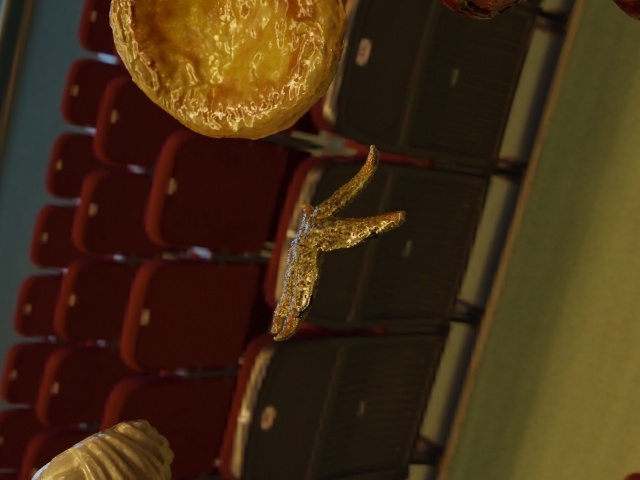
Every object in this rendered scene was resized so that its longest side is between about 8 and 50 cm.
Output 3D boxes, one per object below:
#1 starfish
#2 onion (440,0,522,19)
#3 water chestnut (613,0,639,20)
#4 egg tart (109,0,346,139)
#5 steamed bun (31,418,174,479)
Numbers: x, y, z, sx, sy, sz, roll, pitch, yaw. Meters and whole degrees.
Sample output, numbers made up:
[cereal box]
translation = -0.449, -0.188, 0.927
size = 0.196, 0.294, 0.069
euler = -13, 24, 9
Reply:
[starfish]
translation = 0.000, 0.000, 1.042
size = 0.208, 0.053, 0.176
euler = -52, 19, 6
[onion]
translation = 0.207, -0.385, 1.414
size = 0.147, 0.184, 0.184
euler = 48, 125, 34
[water chestnut]
translation = 0.396, -0.331, 1.121
size = 0.223, 0.238, 0.224
euler = -31, 18, 11
[egg tart]
translation = -0.112, -0.285, 1.395
size = 0.319, 0.319, 0.128
euler = -67, -6, 23
[steamed bun]
translation = -0.244, 0.284, 1.243
size = 0.183, 0.183, 0.106
euler = -42, 72, 46
